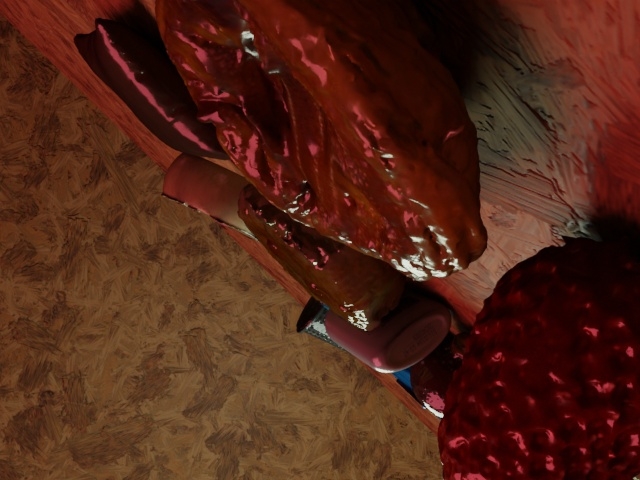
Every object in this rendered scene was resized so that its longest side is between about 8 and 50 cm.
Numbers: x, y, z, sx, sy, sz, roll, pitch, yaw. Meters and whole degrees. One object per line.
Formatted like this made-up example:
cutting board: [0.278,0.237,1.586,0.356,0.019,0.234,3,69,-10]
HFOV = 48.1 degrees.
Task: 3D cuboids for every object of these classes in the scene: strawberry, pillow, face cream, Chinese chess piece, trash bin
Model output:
strawberry: [0.198,0.123,0.585,0.205,0.244,0.205,42,172,7]
pillow: [-0.295,-0.265,1.270,0.305,0.108,0.308,44,171,-25]
face cream: [0.088,0.134,1.287,0.080,0.163,0.336,62,163,-19]
Chinese chess piece: [-0.196,-0.085,1.466,0.257,0.104,0.257,25,178,1]
trash bin: [0.055,0.177,1.639,0.161,0.175,0.175,34,171,-6]

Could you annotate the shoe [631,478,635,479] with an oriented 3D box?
shoe: [0.401,0.404,1.083,0.351,0.172,0.198,46,173,46]

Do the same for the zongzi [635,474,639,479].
zongzi: [0.409,0.263,0.847,0.160,0.078,0.176,32,175,46]

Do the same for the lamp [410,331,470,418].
lamp: [0.228,0.217,1.182,0.156,0.157,0.135,-79,-8,-57]

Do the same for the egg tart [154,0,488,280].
egg tart: [0.021,-0.107,0.583,0.351,0.153,0.339,48,168,-24]

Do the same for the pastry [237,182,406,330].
pastry: [0.000,0.000,1.145,0.329,0.136,0.330,43,170,10]

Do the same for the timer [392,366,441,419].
timer: [0.243,0.282,1.445,0.309,0.115,0.340,45,170,-25]
